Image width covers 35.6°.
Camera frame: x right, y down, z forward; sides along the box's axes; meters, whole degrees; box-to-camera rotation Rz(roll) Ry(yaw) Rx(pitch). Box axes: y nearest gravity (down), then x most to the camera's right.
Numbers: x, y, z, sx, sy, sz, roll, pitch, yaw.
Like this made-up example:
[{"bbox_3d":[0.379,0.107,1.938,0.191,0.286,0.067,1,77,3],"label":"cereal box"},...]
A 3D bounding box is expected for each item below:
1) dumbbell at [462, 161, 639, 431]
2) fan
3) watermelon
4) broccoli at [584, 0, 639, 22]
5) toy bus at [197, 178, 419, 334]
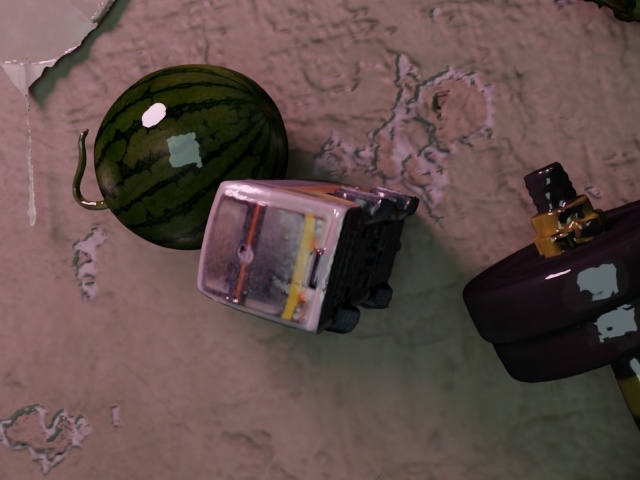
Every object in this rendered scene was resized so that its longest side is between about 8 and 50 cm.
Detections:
[{"bbox_3d":[0.242,0.123,0.705,0.185,0.185,0.388,-26,92,10],"label":"dumbbell"},{"bbox_3d":[-0.245,-0.166,0.834,0.182,0.010,0.310,1,93,9],"label":"fan"},{"bbox_3d":[-0.113,-0.057,0.767,0.187,0.141,0.140,-24,92,29],"label":"watermelon"},{"bbox_3d":[0.252,-0.284,0.616,0.321,0.283,0.303,2,107,26],"label":"broccoli"},{"bbox_3d":[0.000,0.000,0.686,0.106,0.268,0.092,15,97,12],"label":"toy bus"}]
